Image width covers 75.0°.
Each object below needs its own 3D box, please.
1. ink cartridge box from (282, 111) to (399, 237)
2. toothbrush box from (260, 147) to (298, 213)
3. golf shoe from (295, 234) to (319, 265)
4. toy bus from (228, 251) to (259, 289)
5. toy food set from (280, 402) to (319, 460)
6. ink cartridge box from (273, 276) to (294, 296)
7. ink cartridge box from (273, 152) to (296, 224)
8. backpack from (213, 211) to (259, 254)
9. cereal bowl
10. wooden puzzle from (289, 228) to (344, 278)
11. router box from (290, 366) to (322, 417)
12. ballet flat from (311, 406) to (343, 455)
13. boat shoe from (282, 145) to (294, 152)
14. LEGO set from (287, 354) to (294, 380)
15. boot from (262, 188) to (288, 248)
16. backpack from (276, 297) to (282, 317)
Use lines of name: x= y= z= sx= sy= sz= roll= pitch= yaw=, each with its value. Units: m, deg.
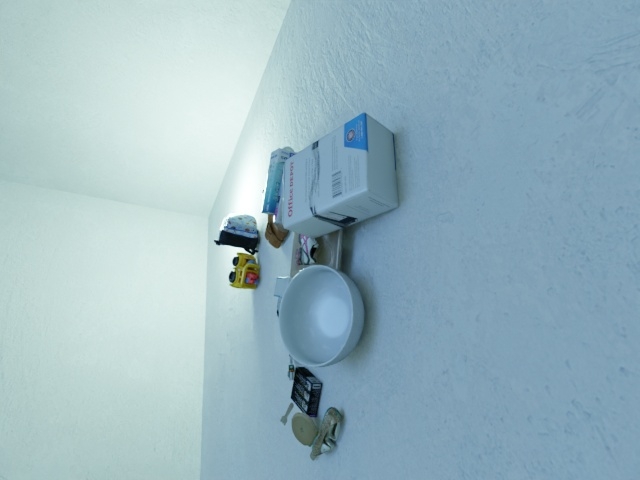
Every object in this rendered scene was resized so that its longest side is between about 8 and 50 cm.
ink cartridge box: x=0.056 y=-0.203 z=1.430 sx=0.394 sy=0.166 sz=0.286 roll=-20 pitch=61 yaw=42
toothbrush box: x=-0.135 y=-0.251 z=1.922 sx=0.126 sy=0.216 sz=0.296 roll=8 pitch=89 yaw=65
golf shoe: x=-0.044 y=0.011 z=1.602 sx=0.067 sy=0.085 sz=0.186 roll=63 pitch=-152 yaw=-59
toy bus: x=-0.434 y=0.189 z=2.501 sx=0.211 sy=0.149 sz=0.221 roll=3 pitch=80 yaw=52
toy food set: x=-0.058 y=0.695 z=1.541 sx=0.192 sy=0.038 sz=0.133 roll=40 pitch=118 yaw=29
ink cartridge box: x=-0.068 y=0.197 z=1.631 sx=0.139 sy=0.190 sz=0.082 roll=-10 pitch=71 yaw=64
ink cartridge box: x=-0.089 y=-0.212 z=1.842 sx=0.065 sy=0.185 sz=0.312 roll=-169 pitch=90 yaw=-67
backpack: x=-0.517 y=-0.063 z=2.639 sx=0.213 sy=0.276 sz=0.263 roll=-68 pitch=20 yaw=13
cereal bowl: x=0.019 y=0.258 z=1.425 sx=0.338 sy=0.141 sz=0.340 roll=-14 pitch=69 yaw=40
wooden puzzle: x=0.000 y=0.000 z=1.656 sx=0.347 sy=0.080 sz=0.323 roll=-7 pitch=75 yaw=55
router box: x=-0.058 y=0.587 z=1.630 sx=0.179 sy=0.046 sz=0.134 roll=11 pitch=91 yaw=66
ballet flat: x=0.025 y=0.661 z=1.403 sx=0.067 sy=0.073 sz=0.206 roll=31 pitch=115 yaw=40
boat shoe: x=-0.217 y=-0.363 z=2.266 sx=0.099 sy=0.116 sz=0.320 roll=-97 pitch=23 yaw=-67
LEGO set: x=-0.108 y=0.481 z=1.716 sx=0.244 sy=0.060 sz=0.183 roll=96 pitch=171 yaw=-73
boot: x=-0.251 y=-0.117 z=2.219 sx=0.283 sy=0.108 sz=0.220 roll=51 pitch=138 yaw=27
backpack: x=-0.127 y=0.263 z=1.824 sx=0.182 sy=0.115 sz=0.152 roll=-70 pitch=23 yaw=13
